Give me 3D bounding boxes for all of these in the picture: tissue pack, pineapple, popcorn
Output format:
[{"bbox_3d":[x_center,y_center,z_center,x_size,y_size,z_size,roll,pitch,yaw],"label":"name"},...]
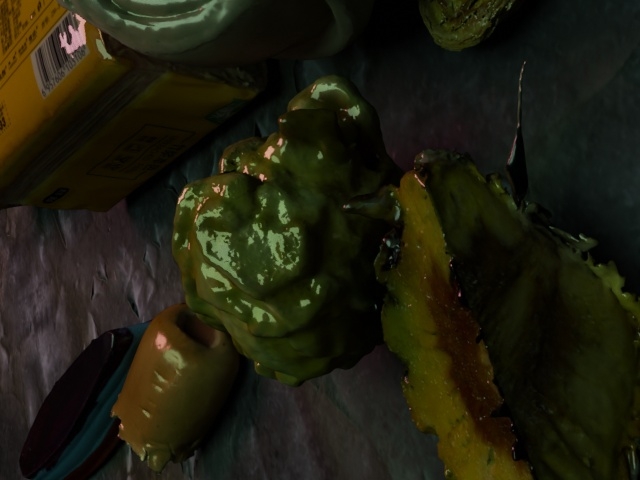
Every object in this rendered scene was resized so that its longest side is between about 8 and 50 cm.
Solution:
[{"bbox_3d":[-0.263,-0.230,1.134,0.382,0.228,0.293,-28,68,44],"label":"tissue pack"},{"bbox_3d":[0.137,0.069,0.702,0.334,0.158,0.161,62,159,3],"label":"pineapple"},{"bbox_3d":[0.000,0.000,0.801,0.192,0.233,0.266,32,130,36],"label":"popcorn"}]

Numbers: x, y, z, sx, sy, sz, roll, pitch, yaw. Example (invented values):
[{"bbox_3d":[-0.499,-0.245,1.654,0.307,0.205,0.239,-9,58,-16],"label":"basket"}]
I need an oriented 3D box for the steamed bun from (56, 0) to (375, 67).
[{"bbox_3d":[-0.054,-0.318,0.864,0.342,0.255,0.368,14,87,32],"label":"steamed bun"}]

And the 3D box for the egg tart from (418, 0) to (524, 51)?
[{"bbox_3d":[0.133,-0.220,0.800,0.129,0.049,0.129,-13,74,54],"label":"egg tart"}]

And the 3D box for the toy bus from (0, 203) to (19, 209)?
[{"bbox_3d":[-0.459,-0.123,1.430,0.209,0.136,0.126,-28,66,45],"label":"toy bus"}]

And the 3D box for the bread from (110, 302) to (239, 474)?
[{"bbox_3d":[-0.169,0.161,1.102,0.134,0.085,0.173,47,122,41],"label":"bread"}]

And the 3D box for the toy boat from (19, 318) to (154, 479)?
[{"bbox_3d":[-0.306,0.214,1.279,0.392,0.079,0.136,-50,54,39],"label":"toy boat"}]
